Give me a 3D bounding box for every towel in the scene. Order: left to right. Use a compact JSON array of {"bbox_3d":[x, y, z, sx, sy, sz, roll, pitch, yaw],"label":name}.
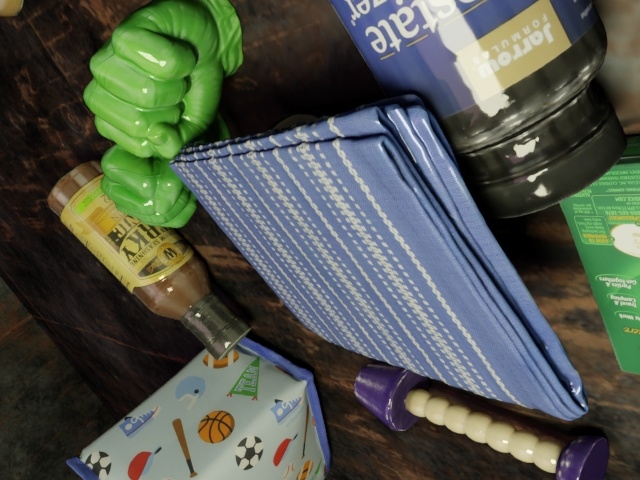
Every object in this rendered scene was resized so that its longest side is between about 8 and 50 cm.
[{"bbox_3d":[0.020,0.011,0.514,0.243,0.040,0.336,53,158,-22],"label":"towel"}]

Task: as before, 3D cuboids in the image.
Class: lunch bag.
[{"bbox_3d":[-0.160,0.376,1.076,0.239,0.328,0.385,29,147,36],"label":"lunch bag"}]

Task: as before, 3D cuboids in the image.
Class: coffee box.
[{"bbox_3d":[0.231,0.018,0.441,0.113,0.040,0.184,1,127,52],"label":"coffee box"}]

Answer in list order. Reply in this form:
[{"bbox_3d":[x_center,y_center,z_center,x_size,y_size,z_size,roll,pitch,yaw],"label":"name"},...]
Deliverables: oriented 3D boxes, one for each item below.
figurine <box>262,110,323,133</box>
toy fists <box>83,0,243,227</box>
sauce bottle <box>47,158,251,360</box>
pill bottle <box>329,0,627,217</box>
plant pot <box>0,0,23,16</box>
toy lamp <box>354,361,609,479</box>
[{"bbox_3d":[0.000,0.000,0.684,0.215,0.092,0.209,47,158,-2],"label":"figurine"},{"bbox_3d":[-0.150,-0.112,0.670,0.096,0.142,0.279,40,150,13],"label":"toy fists"},{"bbox_3d":[-0.244,0.031,0.995,0.344,0.111,0.111,43,150,3],"label":"sauce bottle"},{"bbox_3d":[0.081,-0.127,0.380,0.123,0.123,0.219,-11,118,56],"label":"pill bottle"},{"bbox_3d":[-0.466,-0.389,0.854,0.236,0.032,0.236,33,148,24],"label":"plant pot"},{"bbox_3d":[0.151,0.192,0.712,0.275,0.080,0.080,16,138,44],"label":"toy lamp"}]
